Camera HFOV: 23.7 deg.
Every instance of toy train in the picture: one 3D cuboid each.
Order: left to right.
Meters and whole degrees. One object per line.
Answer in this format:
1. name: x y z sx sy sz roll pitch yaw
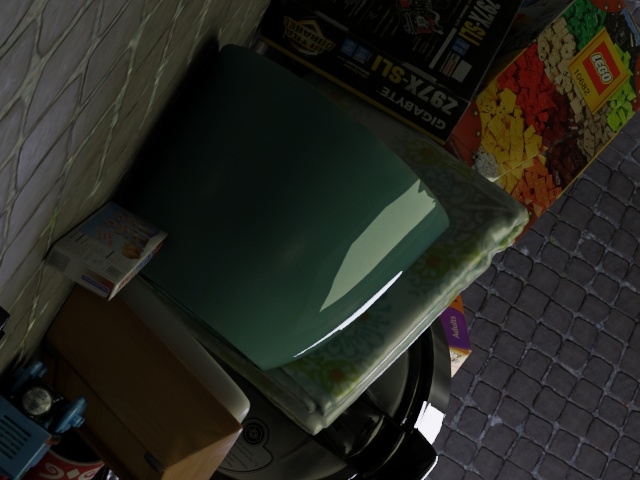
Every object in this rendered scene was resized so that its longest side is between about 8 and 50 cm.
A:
1. toy train: -0.284 0.176 1.480 0.105 0.080 0.184 -50 -179 -10

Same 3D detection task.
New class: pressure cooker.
1. pressure cooker: -0.031 0.150 1.925 0.420 0.369 0.376 46 44 -77

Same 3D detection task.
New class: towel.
1. towel: 0.000 0.000 1.735 0.374 0.320 0.090 -44 161 -23

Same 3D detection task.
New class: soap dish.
1. soap dish: -0.200 0.168 1.647 0.118 0.229 0.291 -41 173 -21

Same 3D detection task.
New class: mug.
1. mug: -0.327 0.249 1.808 0.169 0.150 0.113 -53 -139 49

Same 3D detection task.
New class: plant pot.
1. plant pot: -0.056 -0.013 1.533 0.235 0.293 0.293 -52 179 -8

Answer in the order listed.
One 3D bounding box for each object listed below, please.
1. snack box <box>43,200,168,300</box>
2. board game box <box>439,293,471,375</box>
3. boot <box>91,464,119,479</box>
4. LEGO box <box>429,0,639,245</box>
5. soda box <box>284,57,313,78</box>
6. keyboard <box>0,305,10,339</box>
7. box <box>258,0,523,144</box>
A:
1. snack box: -0.186 0.006 1.345 0.022 0.064 0.178 -61 179 16
2. board game box: -0.014 0.116 2.485 0.356 0.356 0.356 122 -28 -42
3. boot: -0.391 0.405 1.941 0.377 0.138 0.284 -53 -178 22
4. LEGO box: 0.161 -0.169 2.146 0.372 0.193 0.500 -44 -156 -30
5. soda box: -0.004 -0.308 2.356 0.060 0.053 0.169 -59 180 -38
6. keyboard: -0.277 0.131 1.120 0.192 0.038 0.100 -60 -179 -41
7. box: 0.099 -0.283 1.870 0.079 0.257 0.322 -58 -179 40
